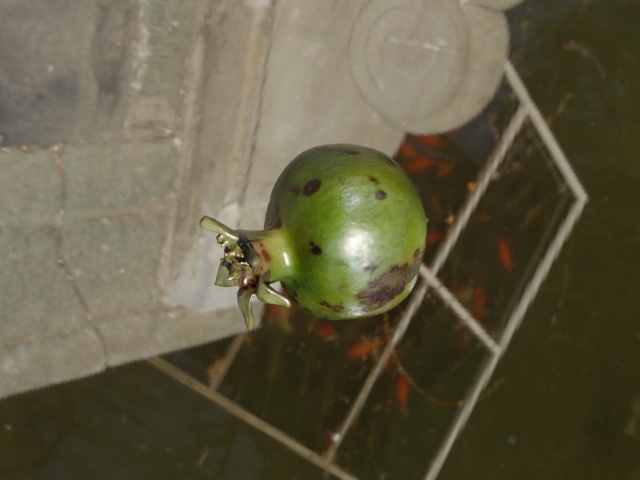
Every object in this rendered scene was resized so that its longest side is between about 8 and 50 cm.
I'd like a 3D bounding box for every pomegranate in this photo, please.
[{"bbox_3d":[0.006,0.004,0.861,0.169,0.148,0.148,-38,135,-26],"label":"pomegranate"}]
